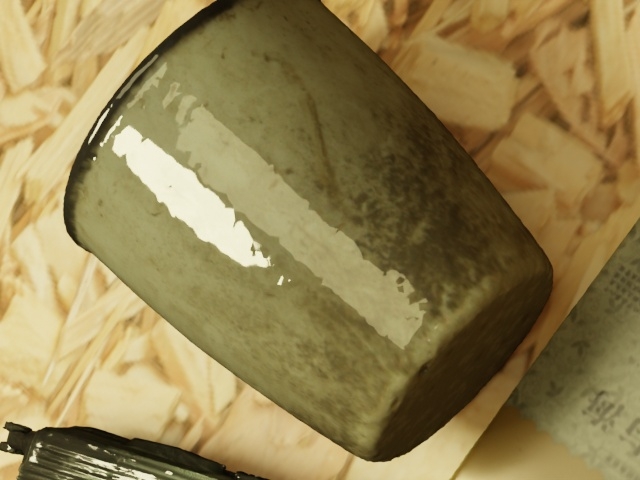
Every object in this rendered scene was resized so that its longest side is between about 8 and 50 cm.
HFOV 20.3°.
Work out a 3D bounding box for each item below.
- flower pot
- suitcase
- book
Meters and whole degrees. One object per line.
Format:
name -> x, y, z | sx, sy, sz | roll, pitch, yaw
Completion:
flower pot -> 0.000, 0.000, 1.456 | 0.330, 0.293, 0.293 | 45, 100, 18
suitcase -> -0.149, 0.277, 1.547 | 0.312, 0.128, 0.202 | 13, 86, 26
book -> 0.255, 0.201, 1.430 | 0.269, 0.032, 0.389 | 36, 95, 27
